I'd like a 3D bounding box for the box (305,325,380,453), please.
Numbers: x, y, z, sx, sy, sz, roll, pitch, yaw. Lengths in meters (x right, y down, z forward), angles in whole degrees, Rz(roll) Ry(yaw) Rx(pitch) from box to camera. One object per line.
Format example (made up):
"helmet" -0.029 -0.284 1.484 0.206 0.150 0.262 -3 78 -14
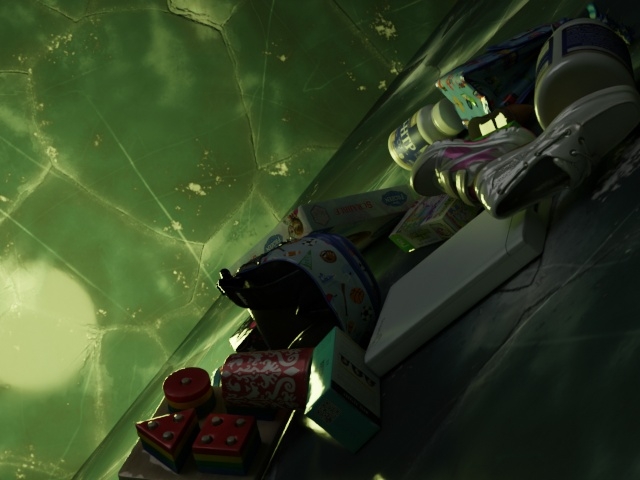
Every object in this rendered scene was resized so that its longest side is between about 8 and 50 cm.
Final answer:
"box" 0.038 0.227 1.781 0.060 0.100 0.244 -48 9 15

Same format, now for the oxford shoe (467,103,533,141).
"oxford shoe" 0.357 -0.225 2.271 0.076 0.076 0.212 -23 2 -18

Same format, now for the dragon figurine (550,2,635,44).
"dragon figurine" 0.501 -0.379 2.116 0.144 0.085 0.289 -45 11 20

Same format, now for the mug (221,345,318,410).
"mug" -0.070 0.252 1.977 0.169 0.150 0.113 -3 45 23

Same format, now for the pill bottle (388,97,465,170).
"pill bottle" 0.251 -0.248 2.640 0.186 0.112 0.112 -38 15 49

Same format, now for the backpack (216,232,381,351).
"backpack" -0.010 0.110 2.068 0.213 0.276 0.263 -39 8 -27

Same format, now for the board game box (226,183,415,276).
"board game box" 0.000 0.000 2.469 0.318 0.066 0.318 -14 -18 -41

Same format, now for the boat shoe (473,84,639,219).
"boat shoe" 0.358 -0.117 1.670 0.277 0.098 0.096 -36 33 14

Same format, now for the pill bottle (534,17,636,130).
"pill bottle" 0.418 -0.258 1.817 0.153 0.153 0.265 -44 11 27

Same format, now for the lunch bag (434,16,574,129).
"lunch bag" 0.419 -0.374 2.436 0.293 0.138 0.221 -37 9 -6

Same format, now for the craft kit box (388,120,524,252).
"craft kit box" 0.263 -0.098 2.185 0.250 0.061 0.246 -52 13 -19

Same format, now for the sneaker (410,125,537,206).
"sneaker" 0.257 -0.114 1.983 0.252 0.103 0.111 -15 44 38

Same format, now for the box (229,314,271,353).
"box" -0.046 0.160 2.287 0.247 0.142 0.163 -48 8 -4

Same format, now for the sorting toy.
"sorting toy" -0.206 0.329 2.059 0.255 0.089 0.257 1 33 19

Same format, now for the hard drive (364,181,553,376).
"hard drive" 0.220 0.049 1.820 0.353 0.047 0.233 -43 12 33

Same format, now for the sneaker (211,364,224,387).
"sneaker" -0.167 0.324 2.413 0.125 0.104 0.262 -17 11 14
